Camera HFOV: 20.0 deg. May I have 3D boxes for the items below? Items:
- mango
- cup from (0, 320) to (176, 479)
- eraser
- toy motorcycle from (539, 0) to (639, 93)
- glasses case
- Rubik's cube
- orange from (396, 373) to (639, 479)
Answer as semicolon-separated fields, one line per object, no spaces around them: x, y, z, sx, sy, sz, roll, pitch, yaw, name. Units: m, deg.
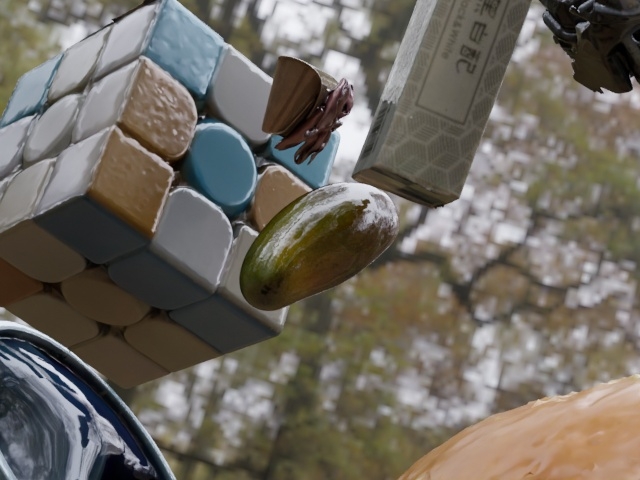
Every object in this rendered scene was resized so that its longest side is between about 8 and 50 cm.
0.000;0.000;2.094;0.133;0.267;0.111;-36;-94;44;mango
-0.292;0.266;1.359;0.257;0.311;0.331;49;14;-12;cup
0.150;-0.232;1.789;0.096;0.404;0.098;23;-10;-10;eraser
0.329;-0.251;2.095;0.270;0.106;0.159;38;-22;58;toy motorcycle
-0.009;-0.125;1.844;0.070;0.102;0.193;15;3;7;glasses case
-0.233;-0.055;2.402;0.344;0.347;0.347;37;-37;-27;Rubik's cube
0.187;0.204;0.771;0.424;0.326;0.424;-6;-11;-1;orange
